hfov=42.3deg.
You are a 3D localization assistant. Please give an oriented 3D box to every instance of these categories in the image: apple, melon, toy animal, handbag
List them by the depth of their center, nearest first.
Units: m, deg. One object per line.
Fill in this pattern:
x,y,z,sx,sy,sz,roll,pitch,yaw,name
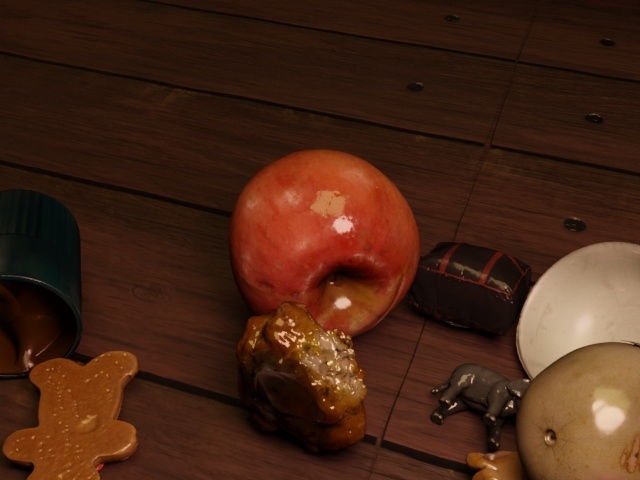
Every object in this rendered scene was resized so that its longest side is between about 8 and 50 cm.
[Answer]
0.440,0.279,1.203,0.330,0.268,0.268,8,31,-34,melon
0.309,0.281,1.392,0.269,0.082,0.137,10,37,33,toy animal
0.000,0.000,1.539,0.364,0.364,0.364,1,39,0,apple
0.293,0.088,1.605,0.215,0.155,0.169,18,27,24,handbag

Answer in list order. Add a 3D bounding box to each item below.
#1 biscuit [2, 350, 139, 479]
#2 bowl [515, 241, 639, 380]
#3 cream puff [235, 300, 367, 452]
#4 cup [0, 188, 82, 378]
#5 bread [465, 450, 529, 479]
-0.411,0.328,1.378,0.216,0.047,0.339,-7,42,-6,biscuit
0.524,0.171,1.486,0.313,0.146,0.313,-27,45,31,bowl
-0.037,0.222,1.354,0.241,0.269,0.155,9,27,27,cream puff
-0.583,0.092,1.555,0.242,0.308,0.292,21,30,-28,cup
0.313,0.412,1.263,0.134,0.081,0.225,-3,37,-13,bread
